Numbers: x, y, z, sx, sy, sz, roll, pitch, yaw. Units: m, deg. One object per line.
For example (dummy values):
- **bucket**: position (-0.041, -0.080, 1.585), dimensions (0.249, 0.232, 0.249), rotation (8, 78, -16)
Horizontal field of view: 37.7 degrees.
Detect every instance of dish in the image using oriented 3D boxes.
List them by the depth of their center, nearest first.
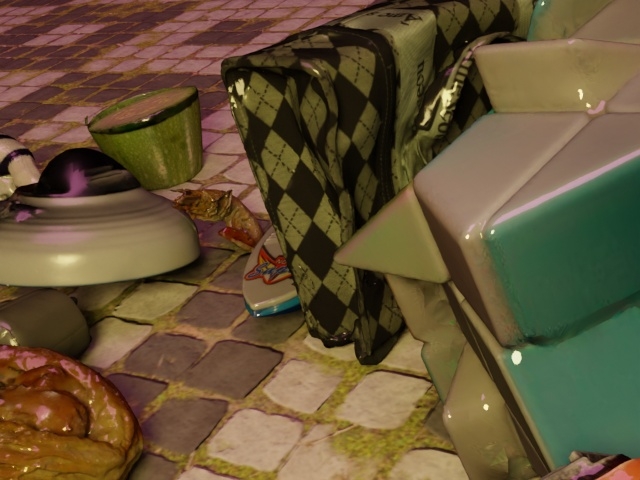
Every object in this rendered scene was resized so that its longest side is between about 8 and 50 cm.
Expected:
- **dish**: position (-0.280, -0.040, 1.086), dimensions (0.274, 0.133, 0.273), rotation (-2, 11, 0)

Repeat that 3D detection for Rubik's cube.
- **Rubik's cube**: position (0.216, 0.003, 0.689), dimensions (0.387, 0.358, 0.368), rotation (-24, 25, 1)

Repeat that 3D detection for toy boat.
- **toy boat**: position (0.000, 0.000, 1.034), dimensions (0.129, 0.088, 0.295), rotation (5, 31, 28)

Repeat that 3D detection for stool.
- **stool**: position (-0.296, 0.103, 0.955), dimensions (0.096, 0.096, 0.110), rotation (10, 29, 34)

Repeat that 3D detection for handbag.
- **handbag**: position (0.128, -0.092, 0.941), dimensions (0.416, 0.316, 0.180), rotation (-27, 25, -33)

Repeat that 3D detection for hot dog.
- **hot dog**: position (-0.293, 0.173, 0.792), dimensions (0.272, 0.122, 0.196), rotation (-9, 21, 8)

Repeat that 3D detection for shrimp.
- **shrimp**: position (-0.119, -0.021, 1.100), dimensions (0.045, 0.095, 0.162), rotation (-30, -16, 21)

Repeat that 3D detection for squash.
- **squash**: position (-0.247, -0.151, 1.370), dimensions (0.170, 0.122, 0.170), rotation (-9, 29, 5)

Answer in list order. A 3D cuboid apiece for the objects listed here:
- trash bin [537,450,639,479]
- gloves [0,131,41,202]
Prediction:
- **trash bin**: position (0.156, 0.249, 0.453), dimensions (0.161, 0.184, 0.238), rotation (-26, 44, -12)
- **gloves**: position (-0.432, -0.046, 1.271), dimensions (0.140, 0.131, 0.218), rotation (-20, 60, -19)
